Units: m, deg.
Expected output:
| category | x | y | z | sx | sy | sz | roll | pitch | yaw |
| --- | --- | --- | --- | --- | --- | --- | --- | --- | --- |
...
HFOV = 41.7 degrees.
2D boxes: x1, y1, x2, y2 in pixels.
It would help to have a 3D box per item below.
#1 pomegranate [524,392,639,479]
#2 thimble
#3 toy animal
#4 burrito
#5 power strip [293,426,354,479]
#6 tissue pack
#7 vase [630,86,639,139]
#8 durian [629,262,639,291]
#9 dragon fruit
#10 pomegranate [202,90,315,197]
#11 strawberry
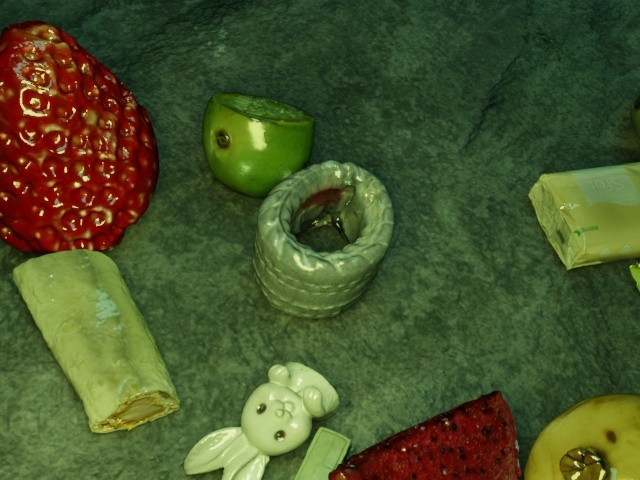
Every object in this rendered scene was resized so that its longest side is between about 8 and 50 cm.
| category | x | y | z | sx | sy | sz | roll | pitch | yaw |
| --- | --- | --- | --- | --- | --- | --- | --- | --- | --- |
| pomegranate | 0.412 | 0.337 | 1.074 | 0.307 | 0.307 | 0.307 | 5 | 52 | -6 |
| thimble | 0.000 | 0.000 | 1.322 | 0.205 | 0.172 | 0.236 | 16 | 54 | -1 |
| toy animal | -0.080 | 0.259 | 1.136 | 0.104 | 0.131 | 0.221 | 44 | 59 | 10 |
| burrito | -0.320 | 0.131 | 1.209 | 0.143 | 0.105 | 0.299 | -26 | 62 | -21 |
| power strip | -0.031 | 0.363 | 1.092 | 0.052 | 0.078 | 0.272 | 22 | 53 | 12 |
| tissue pack | 0.506 | -0.047 | 1.488 | 0.222 | 0.090 | 0.186 | -8 | 57 | -14 |
| vase | 0.739 | -0.194 | 1.585 | 0.302 | 0.241 | 0.329 | 32 | 82 | -1 |
| durian | 0.686 | 0.148 | 1.383 | 0.169 | 0.157 | 0.355 | -37 | 60 | 9 |
| dragon fruit | 0.136 | 0.350 | 1.097 | 0.317 | 0.152 | 0.205 | -13 | 73 | -40 |
| pomegranate | -0.115 | -0.166 | 1.448 | 0.190 | 0.159 | 0.241 | 8 | 24 | -14 |
| strawberry | -0.387 | -0.166 | 1.271 | 0.295 | 0.345 | 0.317 | 21 | 52 | 8 |
